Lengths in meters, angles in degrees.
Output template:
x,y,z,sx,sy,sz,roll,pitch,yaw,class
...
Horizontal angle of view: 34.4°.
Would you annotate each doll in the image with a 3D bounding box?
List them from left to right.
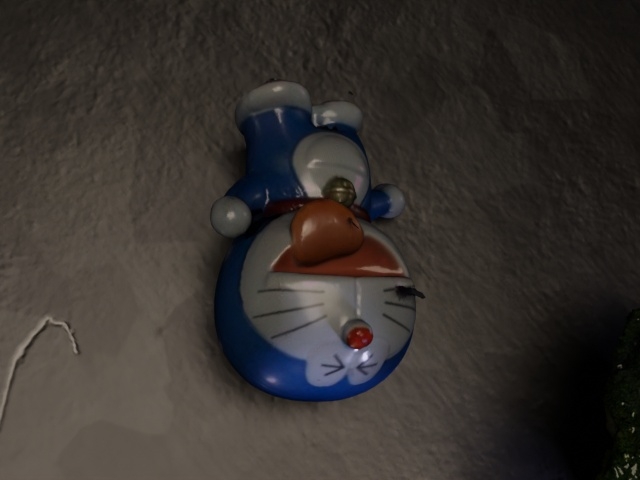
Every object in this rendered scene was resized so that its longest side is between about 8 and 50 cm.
x,y,z,sx,sy,sz,roll,pitch,yaw,class
0.000,0.000,0.834,0.215,0.161,0.257,5,72,-37,doll

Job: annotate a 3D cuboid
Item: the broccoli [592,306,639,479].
x,y,z,sx,sy,sz,roll,pitch,yaw,class
0.338,0.180,0.792,0.303,0.283,0.321,18,73,-3,broccoli
